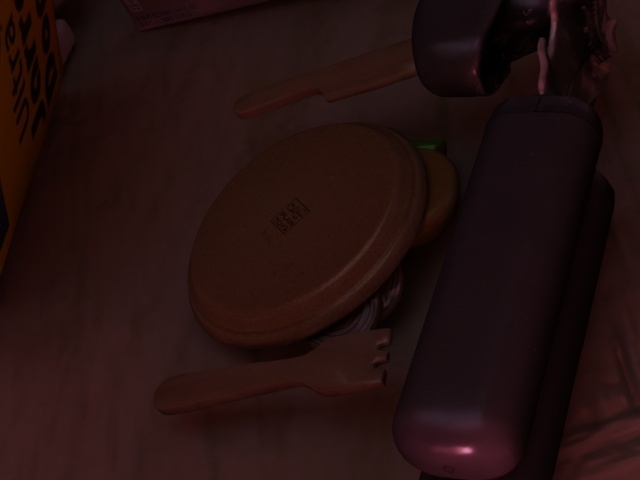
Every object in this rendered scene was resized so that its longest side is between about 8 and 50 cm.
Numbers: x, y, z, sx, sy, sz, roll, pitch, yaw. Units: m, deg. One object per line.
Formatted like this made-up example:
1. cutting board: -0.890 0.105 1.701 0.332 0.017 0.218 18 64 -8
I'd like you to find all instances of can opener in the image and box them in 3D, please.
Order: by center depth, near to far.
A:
1. can opener: 0.066 -0.020 0.561 0.095 0.076 0.283 3 49 24

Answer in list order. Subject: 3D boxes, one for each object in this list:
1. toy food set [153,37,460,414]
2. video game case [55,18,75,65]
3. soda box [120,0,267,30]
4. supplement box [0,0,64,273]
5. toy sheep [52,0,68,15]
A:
1. toy food set: 0.000 0.000 0.623 0.132 0.038 0.192 -13 46 30
2. video game case: -0.248 -0.051 0.837 0.173 0.022 0.190 -9 44 23
3. soda box: -0.005 -0.199 0.789 0.263 0.083 0.092 -8 43 30
4. supplement box: -0.331 -0.108 0.701 0.357 0.194 0.195 4 47 3
5. toy sheep: -0.198 -0.175 0.893 0.091 0.091 0.132 -31 33 -2
